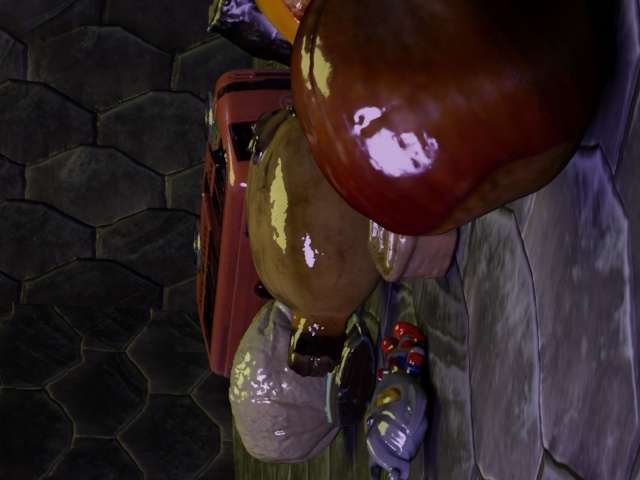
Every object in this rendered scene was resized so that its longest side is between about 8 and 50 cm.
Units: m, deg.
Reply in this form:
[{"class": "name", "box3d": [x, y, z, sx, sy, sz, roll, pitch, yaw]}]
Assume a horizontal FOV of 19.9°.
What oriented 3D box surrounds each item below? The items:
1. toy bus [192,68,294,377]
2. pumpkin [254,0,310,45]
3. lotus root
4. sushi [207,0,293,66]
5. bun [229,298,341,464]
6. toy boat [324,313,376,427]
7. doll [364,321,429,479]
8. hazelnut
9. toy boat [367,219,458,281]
[{"class": "toy bus", "box3d": [-0.059, -0.017, 2.427, 0.427, 0.203, 0.233, 99, 167, -46]}, {"class": "pumpkin", "box3d": [0.061, -0.277, 1.616, 0.139, 0.222, 0.317, -59, -10, -34]}, {"class": "lotus root", "box3d": [0.000, 0.000, 2.058, 0.183, 0.183, 0.310, 158, 112, -82]}, {"class": "sushi", "box3d": [-0.030, -0.398, 2.347, 0.196, 0.182, 0.343, -130, 55, -83]}, {"class": "bun", "box3d": [-0.024, 0.172, 2.305, 0.220, 0.134, 0.220, 3, -90, -69]}, {"class": "toy boat", "box3d": [0.032, 0.150, 2.152, 0.066, 0.059, 0.140, -136, 49, -57]}, {"class": "doll", "box3d": [0.077, 0.163, 1.799, 0.104, 0.062, 0.194, -34, 33, 32]}, {"class": "hazelnut", "box3d": [0.083, -0.123, 1.251, 0.229, 0.229, 0.229, -177, 90, -83]}, {"class": "toy boat", "box3d": [0.090, -0.020, 1.757, 0.188, 0.061, 0.116, -116, 31, -76]}]
